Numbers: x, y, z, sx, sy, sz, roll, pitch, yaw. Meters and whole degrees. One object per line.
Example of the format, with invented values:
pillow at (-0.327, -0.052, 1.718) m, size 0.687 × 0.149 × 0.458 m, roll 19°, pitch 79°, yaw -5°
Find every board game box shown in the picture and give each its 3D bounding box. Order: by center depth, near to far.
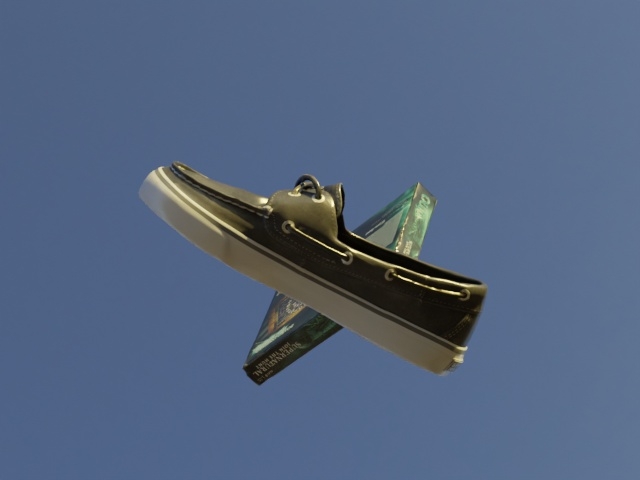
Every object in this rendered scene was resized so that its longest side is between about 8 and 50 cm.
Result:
board game box at (0.016, 0.038, 1.255) m, size 0.026 × 0.126 × 0.186 m, roll 43°, pitch -55°, yaw -15°

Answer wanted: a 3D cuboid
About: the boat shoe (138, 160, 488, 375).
boat shoe at (0.000, 0.000, 0.915) m, size 0.229 × 0.080 × 0.076 m, roll 30°, pitch -82°, yaw 5°
